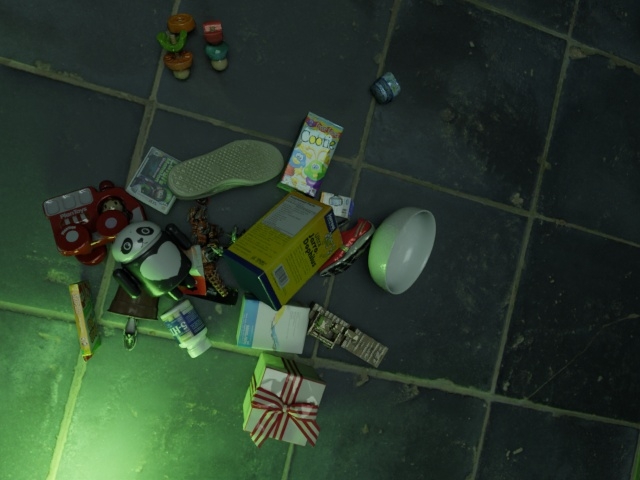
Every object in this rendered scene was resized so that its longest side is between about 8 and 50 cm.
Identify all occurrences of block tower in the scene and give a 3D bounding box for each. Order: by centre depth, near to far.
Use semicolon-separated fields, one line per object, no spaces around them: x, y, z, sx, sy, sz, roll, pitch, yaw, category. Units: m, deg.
0.090;0.359;1.719;0.335;0.097;0.091;33;84;-8;block tower

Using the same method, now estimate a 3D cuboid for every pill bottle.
-0.469;0.313;1.590;0.112;0.112;0.187;-33;96;-10;pill bottle

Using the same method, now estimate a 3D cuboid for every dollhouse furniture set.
0.050;0.345;1.581;0.181;0.161;0.101;32;84;-9;dollhouse furniture set

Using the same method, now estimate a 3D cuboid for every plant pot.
-0.624;0.178;1.541;0.166;0.167;0.165;13;79;-12;plant pot

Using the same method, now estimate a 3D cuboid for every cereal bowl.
0.287;0.024;1.684;0.338;0.141;0.339;-29;131;-40;cereal bowl

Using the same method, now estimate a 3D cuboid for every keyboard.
-0.394;0.173;1.651;0.191;0.038;0.100;16;104;-9;keyboard

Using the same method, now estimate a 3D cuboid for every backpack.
0.253;-0.587;1.739;0.084;0.114;0.105;-36;98;-10;backpack

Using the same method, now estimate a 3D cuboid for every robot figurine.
-0.525;0.067;1.427;0.173;0.209;0.278;-26;116;18;robot figurine

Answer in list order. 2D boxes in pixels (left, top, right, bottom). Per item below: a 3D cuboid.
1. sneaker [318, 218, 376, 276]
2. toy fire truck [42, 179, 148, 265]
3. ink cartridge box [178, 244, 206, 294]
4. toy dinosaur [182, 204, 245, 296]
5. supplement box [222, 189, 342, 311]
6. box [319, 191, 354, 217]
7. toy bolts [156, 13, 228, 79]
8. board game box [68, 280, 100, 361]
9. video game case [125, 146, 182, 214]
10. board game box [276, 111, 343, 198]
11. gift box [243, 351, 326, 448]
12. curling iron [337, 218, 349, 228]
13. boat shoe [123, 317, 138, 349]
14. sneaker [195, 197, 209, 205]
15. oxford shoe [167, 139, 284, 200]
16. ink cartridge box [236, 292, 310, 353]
0.092;0.028;1.726;0.279;0.107;0.118;-42;66;0;sneaker
-0.756;-0.076;1.515;0.302;0.169;0.254;-22;75;-11;toy fire truck
-0.475;0.105;1.573;0.145;0.045;0.180;-1;96;33;ink cartridge box
-0.376;0.029;1.611;0.218;0.164;0.322;-14;106;2;toy dinosaur
-0.120;0.028;1.543;0.356;0.194;0.195;-45;140;-24;supplement box
0.060;-0.136;1.745;0.136;0.028;0.081;12;88;-14;box
-0.442;-0.692;1.609;0.228;0.159;0.218;-5;51;-2;toy bolts
-0.792;0.269;1.515;0.039;0.124;0.260;-8;92;-12;board game box
-0.571;-0.213;1.588;0.173;0.022;0.191;28;84;7;video game case
-0.042;-0.306;1.662;0.142;0.144;0.276;22;86;-12;board game box
-0.131;0.577;1.588;0.254;0.258;0.277;15;86;-11;gift box
0.000;0.000;1.723;0.274;0.035;0.068;-36;60;-13;curling iron
-0.671;0.328;1.584;0.046;0.038;0.125;12;88;-12;boat shoe
-0.460;-0.191;1.614;0.158;0.065;0.061;43;82;-9;sneaker
-0.335;-0.249;1.595;0.449;0.130;0.169;-23;92;-32;oxford shoe
-0.174;0.297;1.622;0.232;0.171;0.169;10;88;-11;ink cartridge box
